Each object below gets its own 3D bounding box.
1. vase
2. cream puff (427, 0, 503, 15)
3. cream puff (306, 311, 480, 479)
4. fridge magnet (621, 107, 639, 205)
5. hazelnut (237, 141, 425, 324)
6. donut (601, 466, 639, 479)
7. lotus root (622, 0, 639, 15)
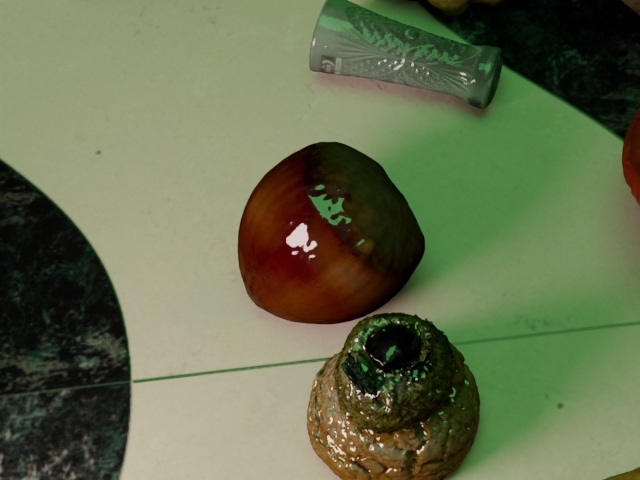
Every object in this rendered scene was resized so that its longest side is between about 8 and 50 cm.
[{"bbox_3d":[0.104,-0.219,1.827,0.219,0.096,0.096,17,62,12],"label":"vase"},{"bbox_3d":[0.160,-0.418,1.887,0.281,0.185,0.282,-2,62,3],"label":"cream puff"},{"bbox_3d":[0.071,0.151,1.560,0.183,0.169,0.183,-2,60,3],"label":"cream puff"},{"bbox_3d":[0.503,-0.078,1.629,0.363,0.155,0.364,-3,38,3],"label":"fridge magnet"},{"bbox_3d":[0.000,0.000,1.661,0.208,0.208,0.208,-2,59,4],"label":"hazelnut"},{"bbox_3d":[0.349,0.392,1.341,0.448,0.198,0.449,3,48,-3],"label":"donut"},{"bbox_3d":[0.414,-0.384,1.814,0.374,0.111,0.390,7,51,-20],"label":"lotus root"}]
